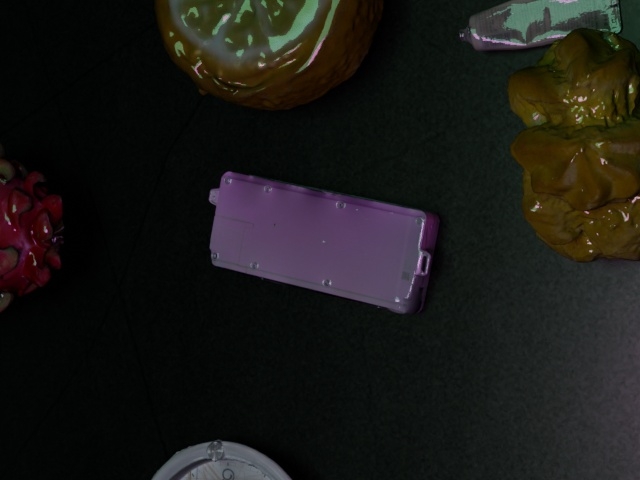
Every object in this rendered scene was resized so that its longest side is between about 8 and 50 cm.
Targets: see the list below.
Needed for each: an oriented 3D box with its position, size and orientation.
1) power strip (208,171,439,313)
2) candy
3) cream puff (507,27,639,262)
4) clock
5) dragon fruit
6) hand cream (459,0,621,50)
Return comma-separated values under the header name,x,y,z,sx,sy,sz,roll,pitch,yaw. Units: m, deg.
name,x,y,z,sx,sy,sz,roll,pitch,yaw
power strip,0.000,0.000,1.824,0.279,0.037,0.109,13,95,30
candy,-0.055,-0.265,1.822,0.259,0.118,0.260,-2,87,28
cream puff,0.259,-0.087,1.595,0.194,0.194,0.221,-13,85,30
clock,-0.097,0.333,1.862,0.236,0.053,0.237,-1,88,29
dragon fruit,-0.416,-0.016,2.003,0.273,0.198,0.218,31,117,53
hand cream,0.217,-0.219,1.711,0.165,0.037,0.057,-9,84,23
